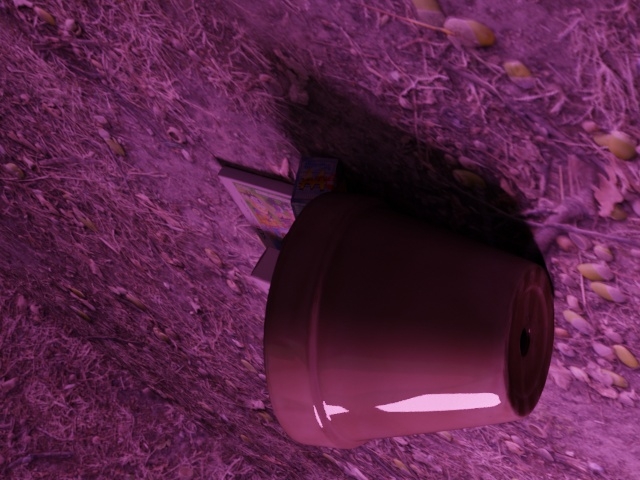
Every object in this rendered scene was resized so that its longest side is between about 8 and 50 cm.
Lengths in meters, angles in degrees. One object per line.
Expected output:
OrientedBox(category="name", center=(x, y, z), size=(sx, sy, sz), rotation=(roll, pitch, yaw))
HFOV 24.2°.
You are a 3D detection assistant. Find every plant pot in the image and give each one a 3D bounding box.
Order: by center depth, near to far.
OrientedBox(category="plant pot", center=(0.125, 0.111, 1.829), size=(0.280, 0.323, 0.323), rotation=(6, 145, 27))

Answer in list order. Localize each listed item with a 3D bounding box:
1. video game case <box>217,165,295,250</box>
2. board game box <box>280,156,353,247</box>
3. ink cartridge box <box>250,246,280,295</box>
OrientedBox(category="video game case", center=(-0.031, -0.017, 2.142), size=(0.212, 0.023, 0.193), rotation=(17, 151, 41))
OrientedBox(category="board game box", center=(0.000, 0.000, 1.942), size=(0.060, 0.194, 0.194), rotation=(3, 127, 27))
OrientedBox(category="ink cartridge box", center=(0.083, 0.126, 2.156), size=(0.371, 0.069, 0.176), rotation=(24, 164, 34))
